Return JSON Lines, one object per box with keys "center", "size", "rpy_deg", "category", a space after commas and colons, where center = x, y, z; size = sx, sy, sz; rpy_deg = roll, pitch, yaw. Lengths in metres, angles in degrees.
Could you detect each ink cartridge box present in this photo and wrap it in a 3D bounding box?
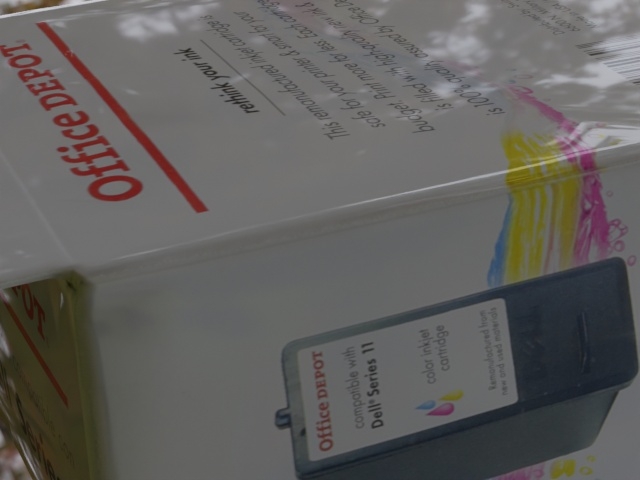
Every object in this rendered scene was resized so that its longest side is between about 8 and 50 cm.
{"center": [0.000, 0.000, 0.580], "size": [0.207, 0.353, 0.119], "rpy_deg": [-133, -144, -58], "category": "ink cartridge box"}
